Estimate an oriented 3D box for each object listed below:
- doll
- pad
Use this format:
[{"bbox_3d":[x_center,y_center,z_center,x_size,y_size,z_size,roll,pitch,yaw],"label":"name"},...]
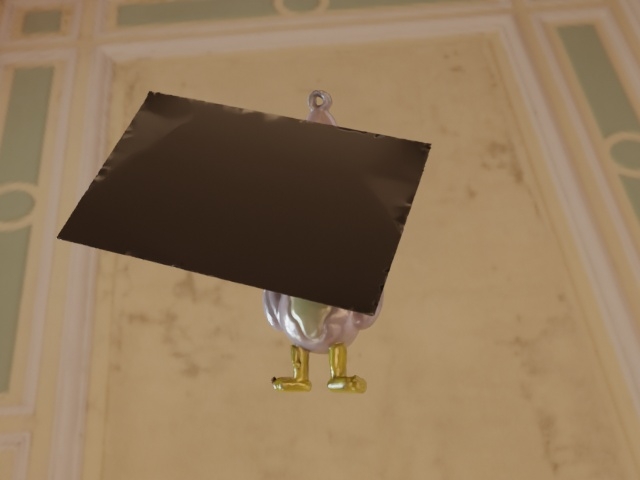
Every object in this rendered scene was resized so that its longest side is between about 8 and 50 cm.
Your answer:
[{"bbox_3d":[0.000,0.000,1.187,0.160,0.094,0.365,-3,-92,27],"label":"doll"},{"bbox_3d":[-0.080,-0.054,1.103,0.367,0.007,0.247,12,-126,15],"label":"pad"}]
